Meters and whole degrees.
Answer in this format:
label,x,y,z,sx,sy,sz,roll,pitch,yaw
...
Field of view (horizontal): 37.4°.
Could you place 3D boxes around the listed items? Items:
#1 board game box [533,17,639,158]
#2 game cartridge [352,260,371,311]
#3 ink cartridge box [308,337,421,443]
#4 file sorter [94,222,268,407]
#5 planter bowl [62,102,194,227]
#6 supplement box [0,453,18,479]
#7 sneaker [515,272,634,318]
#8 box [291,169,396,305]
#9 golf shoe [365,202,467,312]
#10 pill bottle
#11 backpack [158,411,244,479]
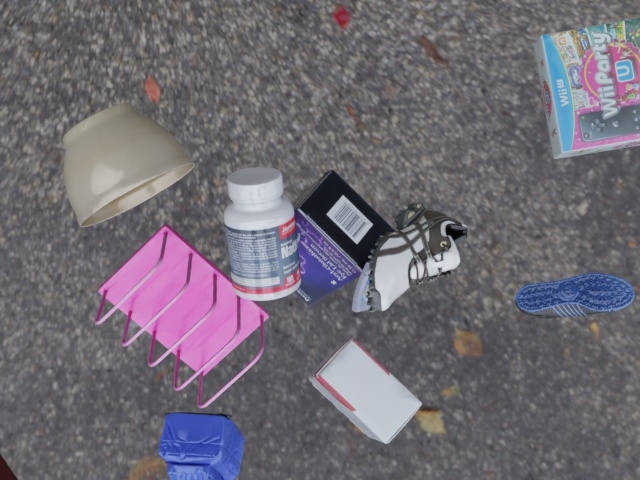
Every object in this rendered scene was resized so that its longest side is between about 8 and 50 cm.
label,x,y,z,sx,sy,sz,roll,pitch,yaw
board game box,0.568,-0.287,1.748,0.303,0.097,0.224,-10,88,4
game cartridge,0.076,0.072,1.478,0.056,0.017,0.083,-5,116,-51
ink cartridge box,0.055,0.203,1.287,0.127,0.175,0.072,43,81,3
file sorter,-0.273,0.158,1.867,0.202,0.182,0.290,-42,110,13
planter bowl,-0.253,-0.102,1.182,0.162,0.162,0.109,-29,90,2
supplement box,-0.290,0.234,0.621,0.191,0.194,0.129,-14,138,-45
sneaker,0.514,0.115,1.924,0.232,0.090,0.082,-3,77,14
box,0.000,0.000,1.584,0.153,0.207,0.108,43,57,-6
golf shoe,0.120,0.021,1.162,0.093,0.198,0.077,13,132,22
pill bottle,-0.089,-0.012,1.410,0.107,0.108,0.180,-9,114,-8
backpack,-0.159,0.286,1.267,0.097,0.101,0.120,6,159,14
